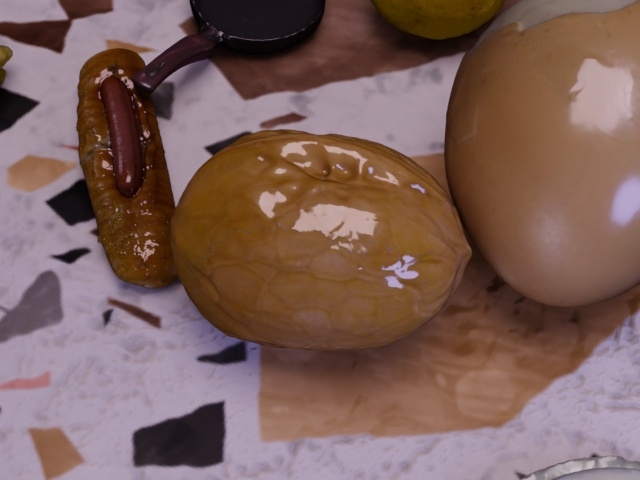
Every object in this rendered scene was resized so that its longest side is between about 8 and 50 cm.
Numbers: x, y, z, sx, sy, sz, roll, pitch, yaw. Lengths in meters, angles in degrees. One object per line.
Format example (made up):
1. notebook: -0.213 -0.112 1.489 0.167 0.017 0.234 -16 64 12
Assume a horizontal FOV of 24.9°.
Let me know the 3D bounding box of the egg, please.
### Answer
1. egg: 0.186 -0.069 1.018 0.201 0.201 0.244 13 67 5

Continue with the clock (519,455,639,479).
1. clock: 0.197 0.236 0.905 0.236 0.053 0.236 1 57 -2

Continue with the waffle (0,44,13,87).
1. waffle: -0.331 -0.134 1.106 0.160 0.055 0.211 25 53 11

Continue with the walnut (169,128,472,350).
1. walnut: 0.000 0.000 0.989 0.206 0.159 0.159 7 56 7

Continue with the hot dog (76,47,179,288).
1. hot dog: -0.147 -0.060 1.080 0.066 0.047 0.216 -9 58 -6

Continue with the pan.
1. pan: -0.078 -0.169 1.157 0.115 0.040 0.212 31 53 15

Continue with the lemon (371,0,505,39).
1. lemon: 0.098 -0.217 1.162 0.133 0.109 0.109 -3 57 -16
